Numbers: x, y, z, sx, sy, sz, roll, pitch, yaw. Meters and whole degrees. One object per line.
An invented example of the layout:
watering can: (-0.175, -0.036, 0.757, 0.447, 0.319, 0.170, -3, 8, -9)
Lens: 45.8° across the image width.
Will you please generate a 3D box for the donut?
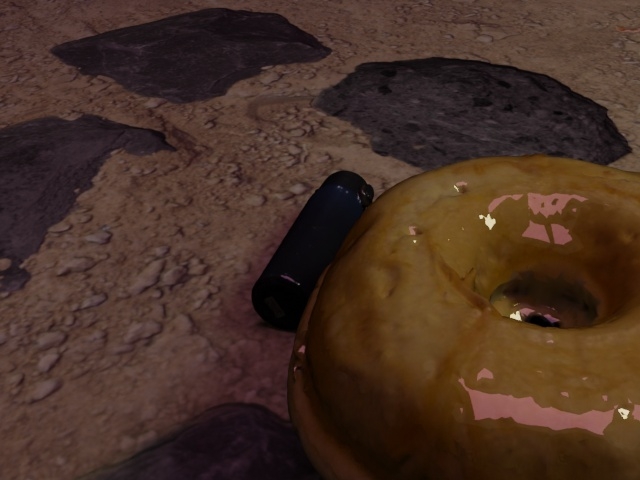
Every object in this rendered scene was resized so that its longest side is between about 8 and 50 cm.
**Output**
donut: (0.187, 0.086, 0.617, 0.448, 0.198, 0.449, -5, 33, 3)

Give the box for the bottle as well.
bottle: (0.000, 0.000, 0.875, 0.082, 0.072, 0.244, -12, 28, 27)
